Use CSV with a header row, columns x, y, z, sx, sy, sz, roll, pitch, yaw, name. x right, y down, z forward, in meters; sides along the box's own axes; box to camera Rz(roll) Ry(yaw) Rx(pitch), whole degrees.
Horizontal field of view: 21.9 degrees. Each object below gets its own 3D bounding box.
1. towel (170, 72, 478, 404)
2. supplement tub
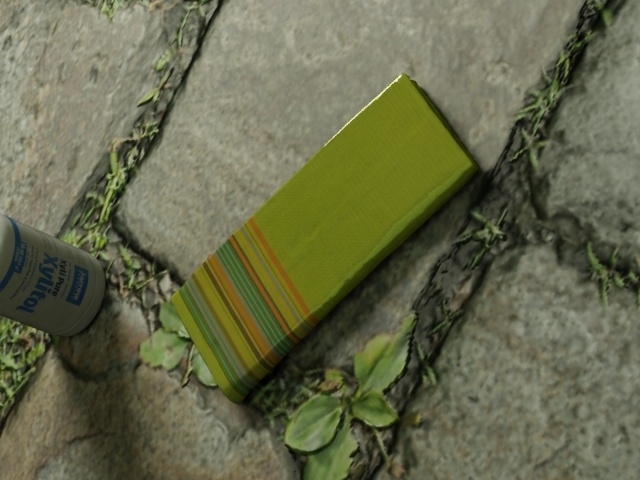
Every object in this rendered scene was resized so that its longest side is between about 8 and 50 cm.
x,y,z,sx,sy,sz,roll,pitch,yaw,name
0.000,0.000,1.120,0.237,0.021,0.102,-44,55,16,towel
-0.221,0.025,1.233,0.071,0.107,0.071,-17,61,35,supplement tub
